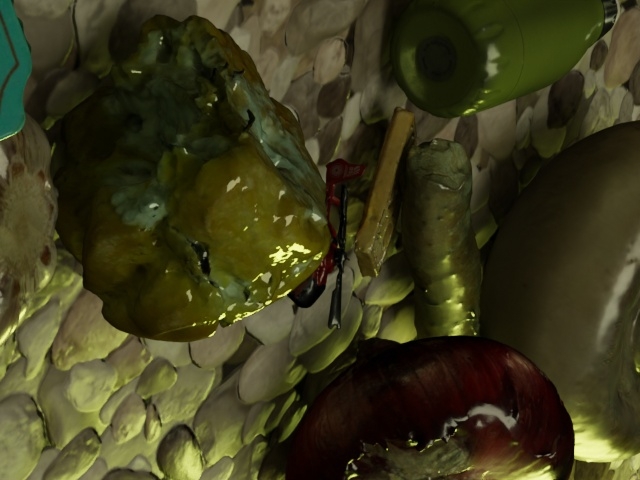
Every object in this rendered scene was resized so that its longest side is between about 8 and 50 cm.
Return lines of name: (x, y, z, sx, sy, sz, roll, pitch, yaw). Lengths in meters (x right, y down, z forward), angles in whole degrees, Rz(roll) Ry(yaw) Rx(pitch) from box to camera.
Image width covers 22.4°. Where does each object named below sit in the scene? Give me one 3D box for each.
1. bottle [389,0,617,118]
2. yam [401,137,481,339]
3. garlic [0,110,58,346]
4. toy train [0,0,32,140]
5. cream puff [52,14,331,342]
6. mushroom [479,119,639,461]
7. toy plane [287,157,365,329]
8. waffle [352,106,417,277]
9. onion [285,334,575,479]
bottle: (0.174, -0.185, 1.431, 0.260, 0.112, 0.112, -24, 127, -48)
yam: (0.112, 0.026, 1.479, 0.317, 0.067, 0.071, 80, 18, -51)
garlic: (-0.219, -0.013, 0.974, 0.147, 0.102, 0.159, -28, 121, -64)
toy train: (-0.244, -0.119, 0.826, 0.163, 0.112, 0.203, -29, 111, -36)
cream puff: (-0.092, -0.028, 1.078, 0.195, 0.221, 0.194, -5, 130, -5)
mushroom: (0.333, 0.063, 1.629, 0.362, 0.295, 0.362, -28, 132, -35)
toy plane: (0.000, 0.000, 1.339, 0.037, 0.060, 0.145, 33, 65, -57)
waffle: (0.056, -0.040, 1.395, 0.092, 0.021, 0.135, 69, 38, -70)
onion: (0.094, 0.169, 1.462, 0.272, 0.272, 0.195, 47, 26, -55)
